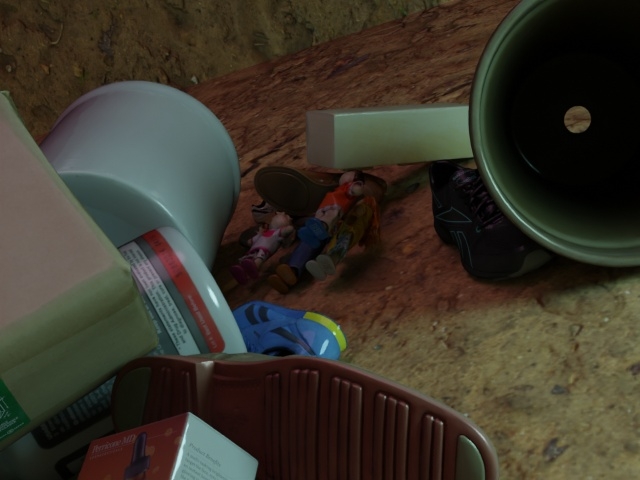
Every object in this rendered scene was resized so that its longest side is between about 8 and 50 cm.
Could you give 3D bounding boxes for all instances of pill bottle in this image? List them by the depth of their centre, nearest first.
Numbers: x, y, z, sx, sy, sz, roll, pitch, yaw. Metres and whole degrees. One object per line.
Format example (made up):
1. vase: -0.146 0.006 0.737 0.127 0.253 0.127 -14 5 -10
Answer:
1. pill bottle: -0.284 0.150 1.072 0.363 0.210 0.210 -28 21 -15

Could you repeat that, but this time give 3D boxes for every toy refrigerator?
1. toy refrigerator: 0.119 -0.167 1.500 0.269 0.094 0.102 -7 13 -26

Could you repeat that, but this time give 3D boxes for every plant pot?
1. plant pot: 0.327 -0.147 1.109 0.323 0.323 0.280 -20 5 6

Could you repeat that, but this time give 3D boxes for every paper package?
1. paper package: -0.370 0.055 0.918 0.325 0.168 0.309 -32 57 -17

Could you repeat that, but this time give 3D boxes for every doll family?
1. doll family: 0.000 0.000 1.334 0.263 0.118 0.163 -27 18 45

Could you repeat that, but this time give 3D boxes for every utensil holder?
1. utensil holder: -0.299 -0.028 1.386 0.328 0.327 0.385 -19 24 10

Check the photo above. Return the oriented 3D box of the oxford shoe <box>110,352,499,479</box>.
1. oxford shoe: -0.007 0.164 0.873 0.397 0.140 0.146 9 5 32

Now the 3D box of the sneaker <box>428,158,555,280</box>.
1. sneaker: 0.199 -0.030 1.178 0.101 0.106 0.267 -25 22 -10

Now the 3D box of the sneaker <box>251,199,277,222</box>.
1. sneaker: -0.082 -0.063 1.635 0.083 0.037 0.032 -26 19 -15

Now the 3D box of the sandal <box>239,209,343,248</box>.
1. sandal: -0.050 -0.029 1.502 0.180 0.049 0.072 -11 25 24

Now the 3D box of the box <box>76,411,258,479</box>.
1. box: -0.142 0.246 0.762 0.130 0.091 0.170 -22 39 33

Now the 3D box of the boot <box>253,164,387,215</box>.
1. boot: 0.005 -0.084 1.489 0.197 0.073 0.152 15 17 14

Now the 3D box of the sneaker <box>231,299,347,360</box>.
1. sneaker: -0.064 0.124 1.116 0.209 0.069 0.082 3 36 48
